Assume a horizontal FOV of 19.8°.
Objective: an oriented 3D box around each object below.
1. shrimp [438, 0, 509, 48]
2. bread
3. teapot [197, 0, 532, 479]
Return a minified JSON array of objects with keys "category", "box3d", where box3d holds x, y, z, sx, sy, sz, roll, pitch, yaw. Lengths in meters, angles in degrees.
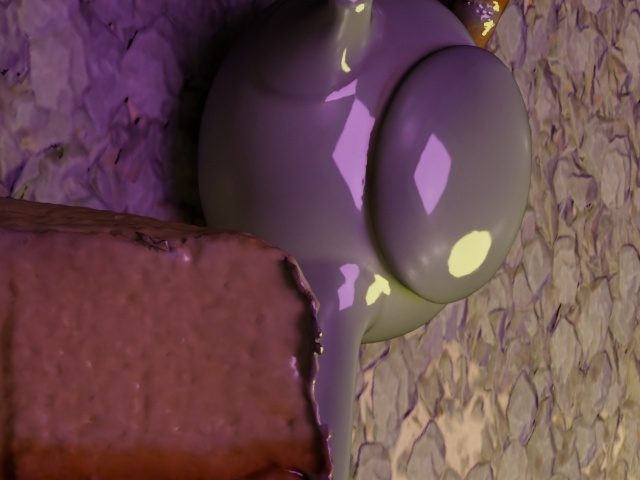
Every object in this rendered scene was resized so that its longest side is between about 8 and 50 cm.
[{"category":"shrimp","box3d":[0.109,-0.224,1.153,0.152,0.063,0.287,117,-10,-73]},{"category":"bread","box3d":[-0.097,0.103,0.807,0.135,0.178,0.240,-15,106,-56]},{"category":"teapot","box3d":[0.022,0.012,1.002,0.220,0.149,0.318,10,86,-52]}]
